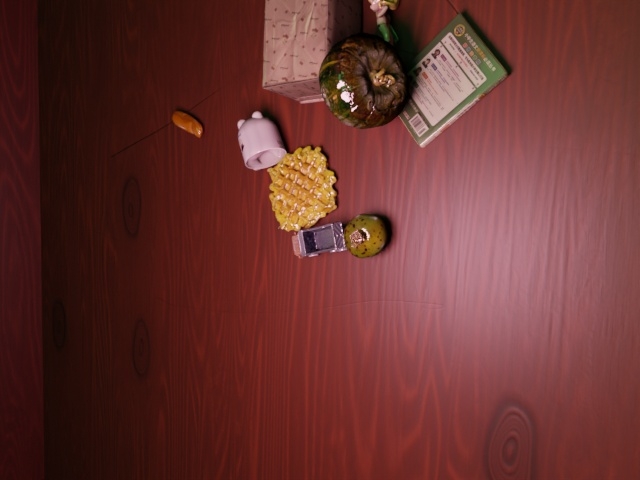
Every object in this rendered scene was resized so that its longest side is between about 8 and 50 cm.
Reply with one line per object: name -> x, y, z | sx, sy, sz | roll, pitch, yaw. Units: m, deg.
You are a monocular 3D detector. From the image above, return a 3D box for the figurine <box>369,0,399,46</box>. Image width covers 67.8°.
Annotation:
figurine -> 0.174, -0.597, 1.254 | 0.083, 0.083, 0.188 | -15, 77, 36

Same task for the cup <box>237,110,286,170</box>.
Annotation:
cup -> -0.189, -0.313, 1.513 | 0.134, 0.173, 0.142 | -20, 77, 3

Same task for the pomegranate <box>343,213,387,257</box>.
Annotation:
pomegranate -> 0.118, -0.015, 1.287 | 0.130, 0.130, 0.131 | 2, 94, 36

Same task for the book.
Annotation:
book -> 0.301, -0.395, 1.193 | 0.264, 0.027, 0.202 | -40, 68, 32

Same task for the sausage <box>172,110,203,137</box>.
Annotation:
sausage -> -0.486, -0.432, 1.754 | 0.183, 0.054, 0.062 | 30, 141, 29

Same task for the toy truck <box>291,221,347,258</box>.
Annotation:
toy truck -> 0.000, 0.000, 1.385 | 0.192, 0.092, 0.083 | -13, 86, 44

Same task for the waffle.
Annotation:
waffle -> -0.059, -0.157, 1.457 | 0.254, 0.052, 0.246 | -23, 77, 34

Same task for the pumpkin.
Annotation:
pumpkin -> 0.112, -0.392, 1.169 | 0.159, 0.237, 0.238 | -8, 88, 55

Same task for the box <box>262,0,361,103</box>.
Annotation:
box -> -0.021, -0.557, 1.324 | 0.225, 0.190, 0.298 | 4, 95, 35
